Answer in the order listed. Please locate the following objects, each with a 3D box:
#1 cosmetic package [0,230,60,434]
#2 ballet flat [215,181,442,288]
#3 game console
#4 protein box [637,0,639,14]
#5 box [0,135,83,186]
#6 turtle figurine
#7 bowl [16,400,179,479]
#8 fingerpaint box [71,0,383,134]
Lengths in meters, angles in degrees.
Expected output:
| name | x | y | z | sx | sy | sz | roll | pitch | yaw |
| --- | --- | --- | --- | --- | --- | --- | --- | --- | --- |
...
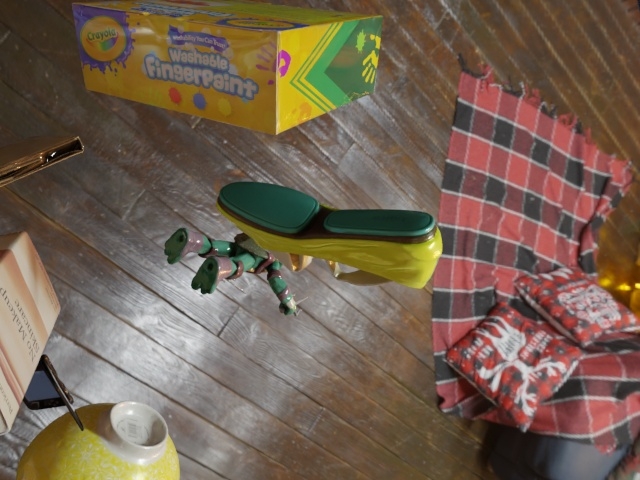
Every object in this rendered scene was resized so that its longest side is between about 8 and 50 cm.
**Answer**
| name | x | y | z | sx | sy | sz | roll | pitch | yaw |
| --- | --- | --- | --- | --- | --- | --- | --- | --- | --- |
| cosmetic package | -0.450 | 0.113 | 0.640 | 0.129 | 0.296 | 0.153 | -15 | 115 | -11 |
| ballet flat | 0.000 | 0.000 | 0.480 | 0.077 | 0.231 | 0.077 | -50 | 144 | -49 |
| game console | -0.438 | 0.247 | 0.786 | 0.107 | 0.071 | 0.122 | -7 | 126 | -4 |
| protein box | 0.335 | -0.189 | 0.390 | 0.200 | 0.136 | 0.201 | -49 | 119 | -45 |
| box | -0.401 | -0.090 | 0.612 | 0.164 | 0.201 | 0.021 | -36 | 121 | -33 |
| turtle figurine | -0.116 | 0.039 | 0.778 | 0.234 | 0.175 | 0.118 | 14 | 93 | -57 |
| bowl | -0.370 | 0.392 | 0.915 | 0.289 | 0.289 | 0.156 | 31 | 100 | -25 |
| fingerpaint box | -0.162 | -0.358 | 0.957 | 0.371 | 0.445 | 0.163 | -40 | 141 | -51 |
